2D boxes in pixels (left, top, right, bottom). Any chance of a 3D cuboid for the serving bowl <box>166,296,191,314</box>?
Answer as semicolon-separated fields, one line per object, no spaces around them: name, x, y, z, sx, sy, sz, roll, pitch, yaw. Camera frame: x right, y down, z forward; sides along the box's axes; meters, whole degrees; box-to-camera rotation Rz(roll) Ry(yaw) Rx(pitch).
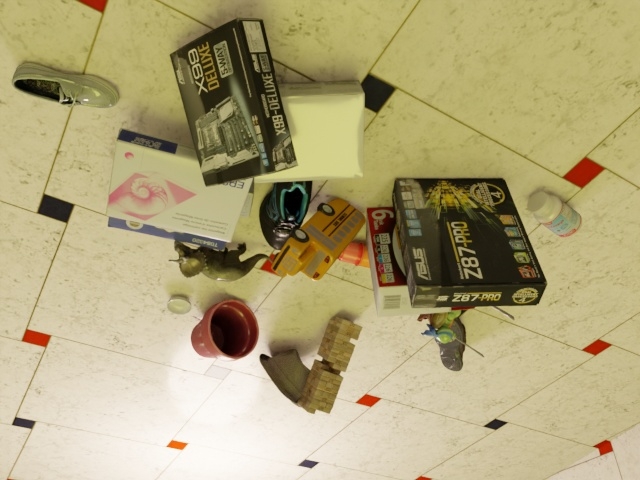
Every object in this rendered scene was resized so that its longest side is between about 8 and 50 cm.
serving bowl;-0.473;0.214;1.909;0.083;0.027;0.083;-2;136;-2

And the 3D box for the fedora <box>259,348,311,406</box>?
fedora;-0.102;0.485;2.091;0.124;0.243;0.275;-38;148;-5

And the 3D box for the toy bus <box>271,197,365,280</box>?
toy bus;0.000;0.000;1.517;0.130;0.332;0.108;38;124;3

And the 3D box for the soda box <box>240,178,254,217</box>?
soda box;-0.322;-0.140;1.514;0.286;0.098;0.091;7;133;-11

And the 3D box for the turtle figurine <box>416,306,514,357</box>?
turtle figurine;0.436;0.222;1.804;0.275;0.266;0.197;-8;135;5

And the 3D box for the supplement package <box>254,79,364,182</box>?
supplement package;-0.032;-0.259;1.344;0.262;0.145;0.204;-2;117;-1

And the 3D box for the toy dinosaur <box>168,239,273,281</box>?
toy dinosaur;-0.297;0.067;1.677;0.314;0.160;0.121;19;132;-23

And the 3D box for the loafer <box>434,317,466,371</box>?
loafer;0.483;0.356;2.085;0.109;0.095;0.302;12;137;28

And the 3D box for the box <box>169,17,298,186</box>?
box;-0.189;-0.283;1.215;0.242;0.076;0.307;-4;103;43

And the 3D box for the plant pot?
plant pot;-0.337;0.317;1.919;0.201;0.201;0.180;31;141;-30

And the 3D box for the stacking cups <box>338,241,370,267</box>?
stacking cups;0.205;0.070;1.762;0.316;0.096;0.096;10;134;-12

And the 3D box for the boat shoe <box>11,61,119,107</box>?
boat shoe;-0.586;-0.341;1.308;0.228;0.081;0.079;12;133;-15

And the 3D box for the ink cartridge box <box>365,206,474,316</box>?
ink cartridge box;0.276;0.047;1.589;0.272;0.309;0.130;-4;135;-1

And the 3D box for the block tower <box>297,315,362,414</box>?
block tower;0.034;0.438;1.989;0.097;0.091;0.335;26;84;-25

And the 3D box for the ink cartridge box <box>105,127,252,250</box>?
ink cartridge box;-0.365;-0.097;1.440;0.324;0.071;0.330;12;131;-15

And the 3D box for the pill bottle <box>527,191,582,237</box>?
pill bottle;0.675;-0.077;1.645;0.160;0.087;0.087;27;127;-27

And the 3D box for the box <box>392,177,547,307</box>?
box;0.368;-0.006;1.483;0.318;0.395;0.097;-1;137;-1

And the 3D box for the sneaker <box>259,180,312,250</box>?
sneaker;-0.100;-0.079;1.560;0.125;0.139;0.340;4;136;-10
